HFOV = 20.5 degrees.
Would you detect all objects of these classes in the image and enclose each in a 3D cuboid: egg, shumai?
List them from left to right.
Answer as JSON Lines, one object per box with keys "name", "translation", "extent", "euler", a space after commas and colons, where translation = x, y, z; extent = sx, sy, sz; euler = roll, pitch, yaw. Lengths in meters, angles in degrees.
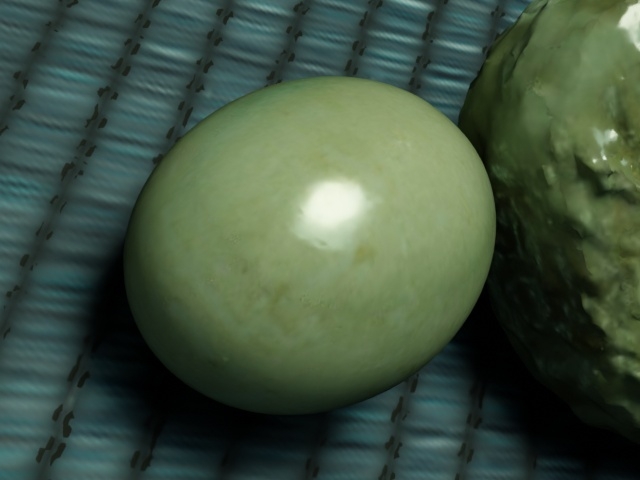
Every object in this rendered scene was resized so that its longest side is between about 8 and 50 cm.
{"name": "egg", "translation": [0.000, 0.000, 0.618], "extent": [0.152, 0.114, 0.114], "euler": [-28, 80, -42]}
{"name": "shumai", "translation": [0.154, -0.034, 0.747], "extent": [0.261, 0.225, 0.222], "euler": [5, 17, -27]}
